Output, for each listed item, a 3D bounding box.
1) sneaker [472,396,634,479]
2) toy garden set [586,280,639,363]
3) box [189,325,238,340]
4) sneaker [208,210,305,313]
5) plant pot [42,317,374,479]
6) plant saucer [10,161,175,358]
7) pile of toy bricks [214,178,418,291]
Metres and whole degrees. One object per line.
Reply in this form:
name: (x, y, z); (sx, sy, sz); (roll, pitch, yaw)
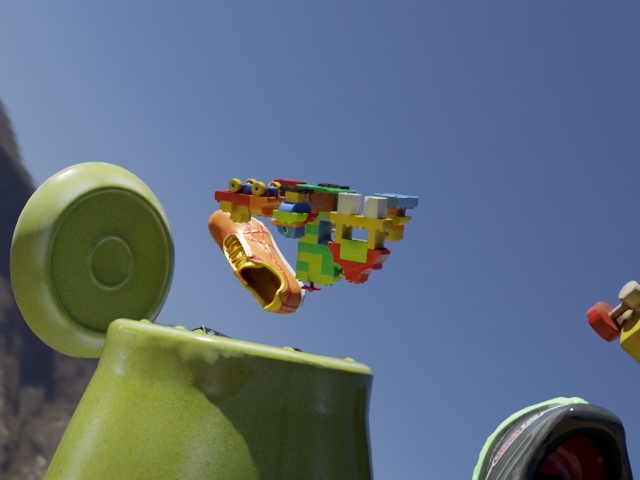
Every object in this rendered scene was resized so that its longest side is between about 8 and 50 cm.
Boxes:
sneaker: (0.216, 0.371, 1.351); (0.202, 0.185, 0.482); (118, -24, -64)
toy garden set: (0.289, 0.064, 0.889); (0.049, 0.204, 0.244); (14, 42, -44)
box: (-0.155, 0.215, 2.122); (0.180, 0.077, 0.147); (37, 32, -72)
sneaker: (-0.084, 0.019, 1.758); (0.175, 0.064, 0.067); (46, 18, 32)
plant pot: (-0.099, 0.257, 1.261); (0.366, 0.353, 0.366); (11, -5, 1)
plant saucer: (-0.264, 0.025, 1.762); (0.037, 0.241, 0.241); (2, -46, 46)
pile of toy bricks: (0.000, 0.000, 1.416); (0.212, 0.118, 0.105); (9, -83, 38)
